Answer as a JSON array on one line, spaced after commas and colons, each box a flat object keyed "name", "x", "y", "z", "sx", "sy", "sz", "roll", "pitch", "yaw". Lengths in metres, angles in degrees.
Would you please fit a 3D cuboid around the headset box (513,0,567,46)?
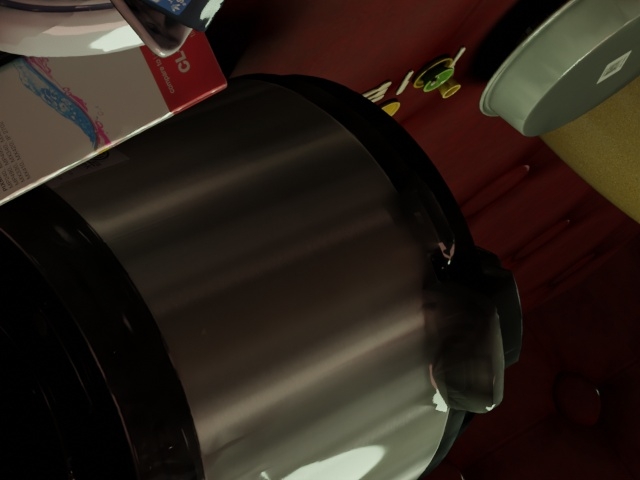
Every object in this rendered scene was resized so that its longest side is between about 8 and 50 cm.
[{"name": "headset box", "x": 0.258, "y": -0.231, "z": 1.610, "sx": 0.083, "sy": 0.032, "sz": 0.062, "roll": -24, "pitch": 163, "yaw": -32}]

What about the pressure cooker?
[{"name": "pressure cooker", "x": -0.075, "y": 0.067, "z": 1.133, "sx": 0.420, "sy": 0.370, "sz": 0.375, "roll": -24, "pitch": 159, "yaw": -40}]

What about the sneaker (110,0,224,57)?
[{"name": "sneaker", "x": -0.132, "y": -0.154, "z": 0.667, "sx": 0.282, "sy": 0.153, "sz": 0.099, "roll": -21, "pitch": 161, "yaw": -44}]

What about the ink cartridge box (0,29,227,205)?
[{"name": "ink cartridge box", "x": -0.163, "y": -0.087, "z": 0.902, "sx": 0.175, "sy": 0.072, "sz": 0.127, "roll": -30, "pitch": -162, "yaw": -18}]

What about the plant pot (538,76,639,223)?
[{"name": "plant pot", "x": 0.422, "y": -0.127, "z": 1.896, "sx": 0.237, "sy": 0.254, "sz": 0.237, "roll": -31, "pitch": 166, "yaw": -9}]

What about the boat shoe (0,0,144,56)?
[{"name": "boat shoe", "x": -0.072, "y": -0.195, "z": 0.841, "sx": 0.302, "sy": 0.109, "sz": 0.094, "roll": -30, "pitch": 143, "yaw": -32}]

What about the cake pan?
[{"name": "cake pan", "x": 0.303, "y": -0.209, "z": 1.603, "sx": 0.293, "sy": 0.054, "sz": 0.293, "roll": -33, "pitch": 167, "yaw": -9}]

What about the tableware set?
[{"name": "tableware set", "x": 0.084, "y": -0.140, "z": 1.532, "sx": 0.154, "sy": 0.024, "sz": 0.104, "roll": -28, "pitch": 166, "yaw": -27}]
